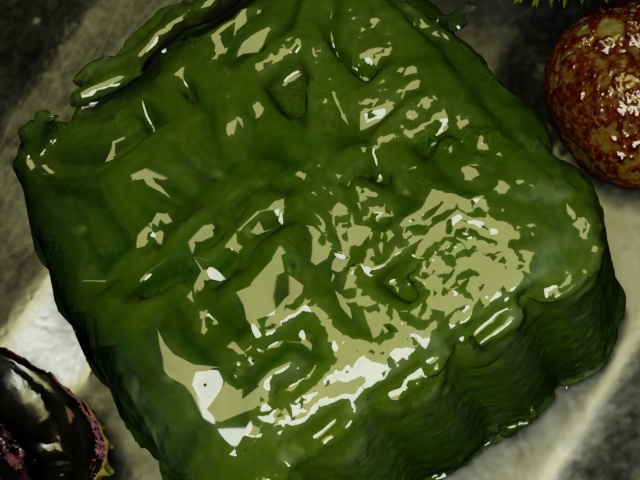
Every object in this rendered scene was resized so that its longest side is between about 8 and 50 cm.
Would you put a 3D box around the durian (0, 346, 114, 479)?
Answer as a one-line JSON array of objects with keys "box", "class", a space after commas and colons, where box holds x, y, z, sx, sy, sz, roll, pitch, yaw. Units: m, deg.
[{"box": [-0.216, 0.161, 1.150, 0.187, 0.119, 0.108, 54, 126, 34], "class": "durian"}]

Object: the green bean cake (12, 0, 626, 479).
[{"box": [0.000, 0.000, 1.078, 0.335, 0.218, 0.319, -39, 63, -1], "class": "green bean cake"}]

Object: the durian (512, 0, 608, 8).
[{"box": [0.143, -0.300, 1.145, 0.291, 0.224, 0.291, -23, 56, 40], "class": "durian"}]

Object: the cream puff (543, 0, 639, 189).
[{"box": [0.224, -0.109, 1.136, 0.149, 0.084, 0.149, -5, 67, 12], "class": "cream puff"}]
